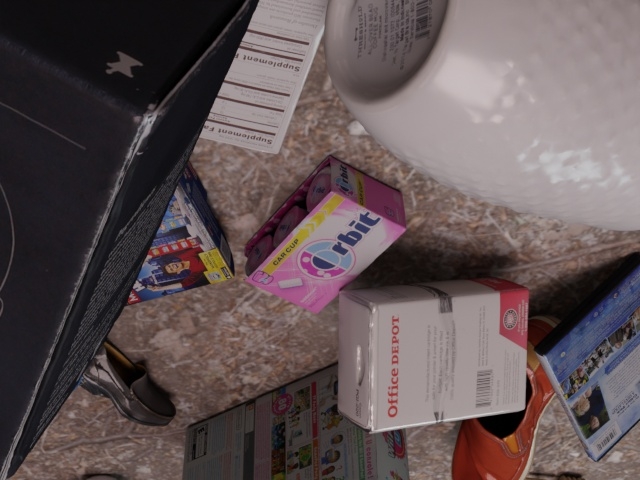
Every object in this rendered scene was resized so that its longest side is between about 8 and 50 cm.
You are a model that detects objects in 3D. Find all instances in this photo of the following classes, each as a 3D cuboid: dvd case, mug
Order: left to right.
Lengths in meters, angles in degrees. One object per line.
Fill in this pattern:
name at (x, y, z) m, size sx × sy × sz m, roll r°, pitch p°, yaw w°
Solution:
mug at (0.188, -0.212, 1.100) m, size 0.328 × 0.374 × 0.276 m, roll 9°, pitch -179°, yaw -37°
dvd case at (0.377, 0.155, 1.603) m, size 0.180 × 0.022 × 0.253 m, roll -42°, pitch 132°, yaw -10°

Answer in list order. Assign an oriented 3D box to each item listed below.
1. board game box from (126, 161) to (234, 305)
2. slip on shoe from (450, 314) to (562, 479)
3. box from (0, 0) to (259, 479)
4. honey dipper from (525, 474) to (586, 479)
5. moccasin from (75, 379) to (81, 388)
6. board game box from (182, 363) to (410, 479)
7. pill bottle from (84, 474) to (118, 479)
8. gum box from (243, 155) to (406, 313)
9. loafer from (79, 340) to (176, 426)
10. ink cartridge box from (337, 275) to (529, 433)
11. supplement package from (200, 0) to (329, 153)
board game box at (-0.222, -0.015, 1.443) m, size 0.194 × 0.060 × 0.194 m, roll -14°, pitch 134°, yaw 12°
slip on shoe at (0.235, 0.238, 1.660) m, size 0.101 × 0.123 × 0.331 m, roll -20°, pitch 142°, yaw -38°
box at (-0.364, -0.119, 1.075) m, size 0.479 × 0.297 × 0.472 m, roll 29°, pitch 132°, yaw -2°
honey dipper at (0.317, 0.360, 1.865) m, size 0.160 × 0.030 × 0.030 m, roll 9°, pitch 134°, yaw -9°
moccasin at (-0.465, 0.168, 1.581) m, size 0.341 × 0.117 × 0.138 m, roll -10°, pitch 147°, yaw 0°
board game box at (-0.037, 0.305, 1.656) m, size 0.303 × 0.224 × 0.097 m, roll -25°, pitch 130°, yaw 22°
pill bottle at (-0.322, 0.418, 1.857) m, size 0.078 × 0.078 × 0.137 m, roll 0°, pitch 135°, yaw -3°
gum box at (0.000, 0.000, 1.465) m, size 0.107 × 0.062 × 0.188 m, roll 25°, pitch 129°, yaw -26°
loafer at (-0.249, 0.191, 1.648) m, size 0.061 × 0.062 × 0.170 m, roll -37°, pitch 127°, yaw 23°
ink cartridge box at (0.133, 0.133, 1.497) m, size 0.217 × 0.092 × 0.159 m, roll -4°, pitch 101°, yaw -26°
supplement package at (-0.069, -0.225, 1.184) m, size 0.133 × 0.139 × 0.244 m, roll 12°, pitch 134°, yaw -13°
